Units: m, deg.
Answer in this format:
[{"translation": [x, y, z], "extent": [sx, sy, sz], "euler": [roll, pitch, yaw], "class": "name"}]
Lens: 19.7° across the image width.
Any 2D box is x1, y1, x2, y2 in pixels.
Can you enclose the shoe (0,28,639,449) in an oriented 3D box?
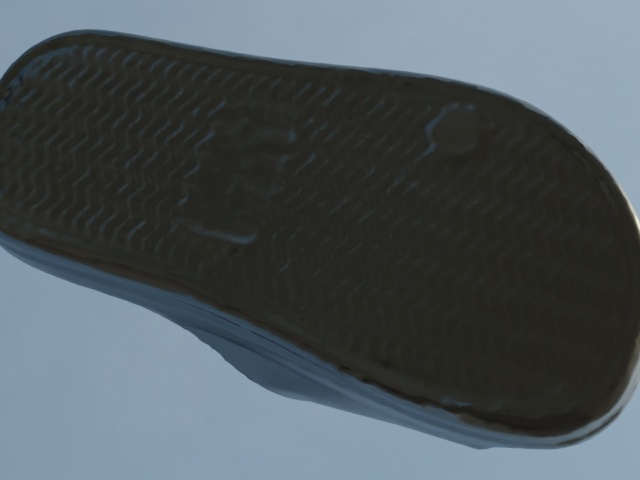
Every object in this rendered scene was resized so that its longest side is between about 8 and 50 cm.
[{"translation": [0.000, 0.000, 0.620], "extent": [0.241, 0.093, 0.108], "euler": [17, -106, 20], "class": "shoe"}]
